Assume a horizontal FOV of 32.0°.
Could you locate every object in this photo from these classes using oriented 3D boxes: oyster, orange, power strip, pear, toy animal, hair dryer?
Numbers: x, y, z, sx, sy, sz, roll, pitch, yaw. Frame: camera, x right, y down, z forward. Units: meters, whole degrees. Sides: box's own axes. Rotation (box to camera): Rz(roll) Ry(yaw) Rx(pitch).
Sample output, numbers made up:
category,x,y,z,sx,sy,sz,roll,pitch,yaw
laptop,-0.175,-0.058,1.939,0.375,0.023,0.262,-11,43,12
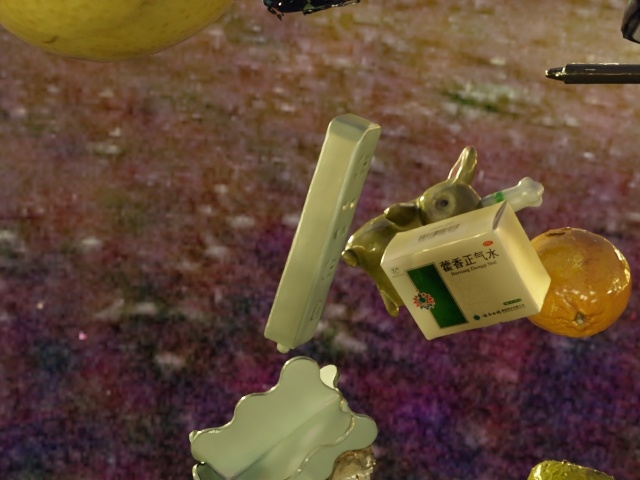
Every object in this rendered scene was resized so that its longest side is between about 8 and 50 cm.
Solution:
category,x,y,z,sx,sy,sz,roll,pitch,yaw
oyster,0.034,0.401,1.794,0.056,0.177,0.105,11,12,43
orange,0.465,0.081,2.075,0.219,0.219,0.193,16,45,20
power strip,0.000,0.000,1.681,0.062,0.385,0.091,23,18,17
pear,-0.222,-0.351,1.144,0.348,0.348,0.348,5,25,-2
toy animal,0.208,-0.024,2.008,0.181,0.363,0.180,49,32,-8
hair dryer,0.456,-0.248,1.667,0.248,0.070,0.114,6,24,22

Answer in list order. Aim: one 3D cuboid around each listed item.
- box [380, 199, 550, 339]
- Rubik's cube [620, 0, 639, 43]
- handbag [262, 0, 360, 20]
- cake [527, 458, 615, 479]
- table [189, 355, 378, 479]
category,x,y,z,sx,sy,sz,roll,pitch,yaw
box,0.230,0.048,1.770,0.212,0.168,0.095,-18,23,35
Rubik's cube,0.466,-0.313,0.871,0.344,0.344,0.337,18,-10,7
handbag,0.032,-0.370,1.358,0.260,0.162,0.113,-16,2,5
cake,0.416,0.475,1.790,0.179,0.260,0.156,2,44,44
table,-0.043,0.249,1.397,0.198,0.166,0.166,-39,27,9
